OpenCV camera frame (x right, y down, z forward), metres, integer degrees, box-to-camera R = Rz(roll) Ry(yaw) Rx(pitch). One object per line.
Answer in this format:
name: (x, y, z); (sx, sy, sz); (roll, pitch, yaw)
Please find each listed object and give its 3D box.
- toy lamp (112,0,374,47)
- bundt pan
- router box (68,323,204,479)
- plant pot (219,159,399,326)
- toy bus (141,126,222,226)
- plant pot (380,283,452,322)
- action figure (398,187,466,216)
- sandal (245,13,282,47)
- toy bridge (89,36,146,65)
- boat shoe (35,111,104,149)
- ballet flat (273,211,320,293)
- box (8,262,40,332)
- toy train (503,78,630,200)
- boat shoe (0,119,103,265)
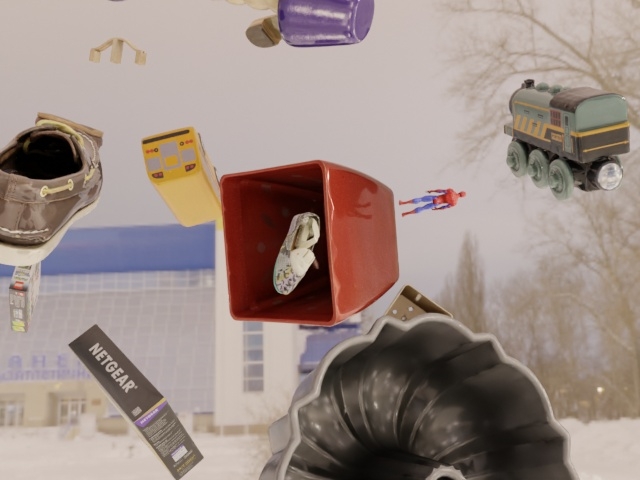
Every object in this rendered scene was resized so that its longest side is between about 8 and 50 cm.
toy lamp: (-0.083, -0.231, 0.669); (0.274, 0.080, 0.080); (19, -5, 23)
bundt pan: (0.084, 0.240, 0.676); (0.330, 0.331, 0.124); (5, -21, -27)
router box: (-0.406, 0.353, 1.593); (0.308, 0.081, 0.243); (32, -29, 40)
plant pot: (0.000, 0.000, 1.318); (0.267, 0.267, 0.235); (-3, 2, 44)
toy bus: (-0.274, -0.125, 1.507); (0.108, 0.130, 0.333); (-16, -16, -3)
plant pot: (0.167, 0.153, 1.372); (0.109, 0.109, 0.096); (36, -4, -3)
action figure: (0.196, -0.069, 1.264); (0.115, 0.038, 0.030); (-12, 8, 15)
sandal: (-0.046, -0.451, 1.471); (0.240, 0.079, 0.088); (4, -33, 37)
toy bridge: (-0.512, -0.478, 1.826); (0.188, 0.063, 0.026); (12, 4, 31)
boat shoe: (-0.512, -0.209, 1.483); (0.073, 0.073, 0.207); (21, 2, 16)
ballet flat: (-0.023, 0.010, 0.824); (0.041, 0.114, 0.041); (9, -41, 8)
box: (-0.631, 0.104, 1.551); (0.036, 0.114, 0.207); (13, -35, -14)
toy train: (0.449, -0.196, 1.350); (0.142, 0.190, 0.334); (-11, 20, -8)
boat shoe: (-0.320, -0.083, 0.856); (0.116, 0.097, 0.324); (21, 22, -10)
